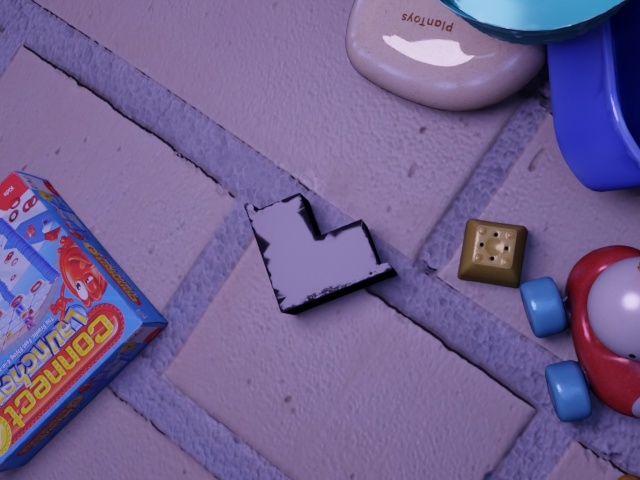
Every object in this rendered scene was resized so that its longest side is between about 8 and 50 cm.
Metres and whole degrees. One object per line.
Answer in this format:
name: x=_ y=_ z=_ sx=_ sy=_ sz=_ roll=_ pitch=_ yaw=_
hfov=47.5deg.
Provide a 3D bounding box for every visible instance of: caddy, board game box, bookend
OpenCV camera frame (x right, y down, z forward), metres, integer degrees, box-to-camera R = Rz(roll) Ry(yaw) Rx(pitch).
caddy: x=0.404 y=-0.204 z=0.828 sx=0.241 sy=0.179 sz=0.341 roll=-1 pitch=82 yaw=-15
board game box: x=-0.434 y=0.114 z=1.047 sx=0.308 sy=0.086 sz=0.302 roll=-45 pitch=76 yaw=3
bookend: x=0.000 y=0.000 z=0.979 sx=0.156 sy=0.072 sz=0.157 roll=-22 pitch=78 yaw=7

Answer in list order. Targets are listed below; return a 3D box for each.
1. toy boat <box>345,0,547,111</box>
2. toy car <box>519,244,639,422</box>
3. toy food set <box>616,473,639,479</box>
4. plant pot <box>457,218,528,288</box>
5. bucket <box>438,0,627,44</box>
toy boat: x=0.192 y=-0.326 z=0.958 sx=0.267 sy=0.148 sz=0.318 roll=24 pitch=96 yaw=19
toy car: x=0.358 y=0.100 z=0.807 sx=0.219 sy=0.238 sz=0.210 roll=-15 pitch=80 yaw=10
toy food set: x=0.307 y=0.380 z=0.850 sx=0.232 sy=0.104 sz=0.111 roll=-33 pitch=78 yaw=6
plant pot: x=0.220 y=0.013 z=0.925 sx=0.081 sy=0.083 sz=0.081 roll=9 pitch=85 yaw=12
bucket: x=0.207 y=-0.320 z=0.688 sx=0.281 sy=0.183 sz=0.281 roll=2 pitch=97 yaw=18
